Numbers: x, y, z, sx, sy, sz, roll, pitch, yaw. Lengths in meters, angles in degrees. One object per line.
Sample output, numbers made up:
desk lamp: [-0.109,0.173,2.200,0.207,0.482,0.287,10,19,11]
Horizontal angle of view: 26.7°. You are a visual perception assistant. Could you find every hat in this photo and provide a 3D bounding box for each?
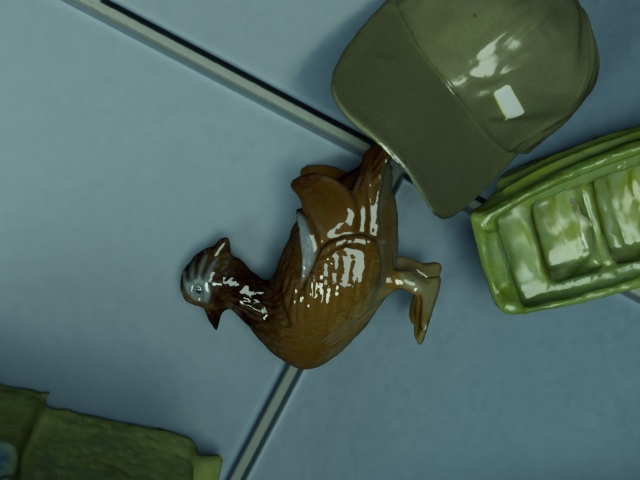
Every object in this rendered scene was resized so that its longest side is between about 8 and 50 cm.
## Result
hat: [0.109,-0.111,0.909,0.144,0.173,0.166,-36,104,24]

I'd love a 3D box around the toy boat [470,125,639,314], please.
toy boat: [0.243,-0.029,0.989,0.276,0.084,0.111,-18,104,-3]

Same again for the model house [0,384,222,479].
model house: [-0.230,0.236,0.857,0.321,0.266,0.261,13,92,-11]

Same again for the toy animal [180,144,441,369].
toy animal: [0.000,0.000,0.954,0.179,0.089,0.188,15,100,1]
